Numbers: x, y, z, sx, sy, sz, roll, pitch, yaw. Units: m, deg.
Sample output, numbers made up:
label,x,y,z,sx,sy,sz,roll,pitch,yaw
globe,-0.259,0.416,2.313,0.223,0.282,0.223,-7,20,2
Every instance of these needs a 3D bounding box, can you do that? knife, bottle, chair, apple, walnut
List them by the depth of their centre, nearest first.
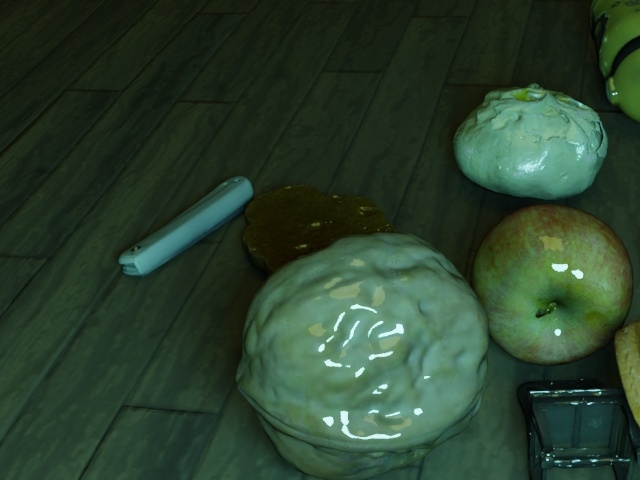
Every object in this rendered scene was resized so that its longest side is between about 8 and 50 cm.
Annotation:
label,x,y,z,sx,sy,sz,roll,pitch,yaw
walnut,0.043,0.124,1.190,0.273,0.273,0.227,-15,66,-14
chair,0.265,0.185,1.199,0.106,0.113,0.229,-2,34,3
apple,0.269,0.048,1.346,0.188,0.188,0.174,-4,27,3
knife,-0.195,-0.022,1.684,0.073,0.041,0.265,5,31,38
bottle,0.544,-0.314,1.911,0.171,0.172,0.351,0,31,9

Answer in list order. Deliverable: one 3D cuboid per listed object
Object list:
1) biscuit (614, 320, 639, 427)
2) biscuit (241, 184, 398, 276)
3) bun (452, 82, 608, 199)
label,x,y,z,sx,sy,sz,roll,pitch,yaw
biscuit,0.361,0.176,1.150,0.036,0.192,0.186,-39,23,25
biscuit,0.000,0.000,1.608,0.208,0.041,0.290,-19,35,-20
bun,0.315,-0.155,1.714,0.239,0.141,0.239,-2,29,1
